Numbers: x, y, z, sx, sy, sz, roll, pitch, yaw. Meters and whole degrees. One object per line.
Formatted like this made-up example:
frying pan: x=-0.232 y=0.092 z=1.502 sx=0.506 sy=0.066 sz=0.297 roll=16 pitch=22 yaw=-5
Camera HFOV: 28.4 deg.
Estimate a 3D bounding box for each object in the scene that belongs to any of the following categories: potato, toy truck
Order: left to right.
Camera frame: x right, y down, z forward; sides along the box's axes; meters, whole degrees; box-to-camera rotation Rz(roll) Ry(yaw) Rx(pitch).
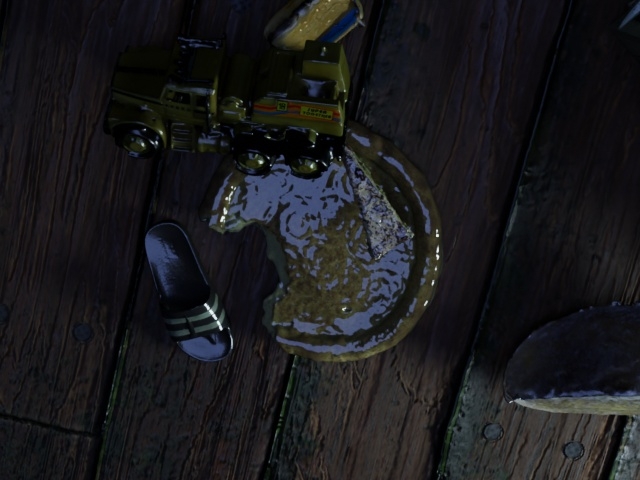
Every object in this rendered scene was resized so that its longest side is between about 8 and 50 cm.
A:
toy truck: x=-0.098 y=-0.154 z=1.329 sx=0.257 sy=0.127 sz=0.127 roll=5 pitch=148 yaw=7
potato: x=0.348 y=0.142 z=1.455 sx=0.261 sy=0.100 sz=0.120 roll=-2 pitch=66 yaw=16

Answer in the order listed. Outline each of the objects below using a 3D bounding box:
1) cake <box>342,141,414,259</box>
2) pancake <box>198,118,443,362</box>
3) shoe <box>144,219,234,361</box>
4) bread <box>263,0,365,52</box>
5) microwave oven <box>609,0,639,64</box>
cake: x=0.059 y=-0.051 z=1.383 sx=0.055 sy=0.051 sz=0.140 roll=-18 pitch=104 yaw=4
pancake: x=0.000 y=0.000 z=1.440 sx=0.286 sy=0.033 sz=0.288 roll=12 pitch=104 yaw=-3
shoe: x=-0.156 y=0.065 z=1.450 sx=0.071 sy=0.049 sz=0.179 roll=-18 pitch=103 yaw=6
bread: x=-0.007 y=-0.241 z=1.371 sx=0.106 sy=0.053 sz=0.072 roll=-39 pitch=123 yaw=12
microwave oven: x=0.405 y=-0.198 z=1.291 sx=0.122 sy=0.208 sz=0.162 roll=-41 pitch=100 yaw=10
